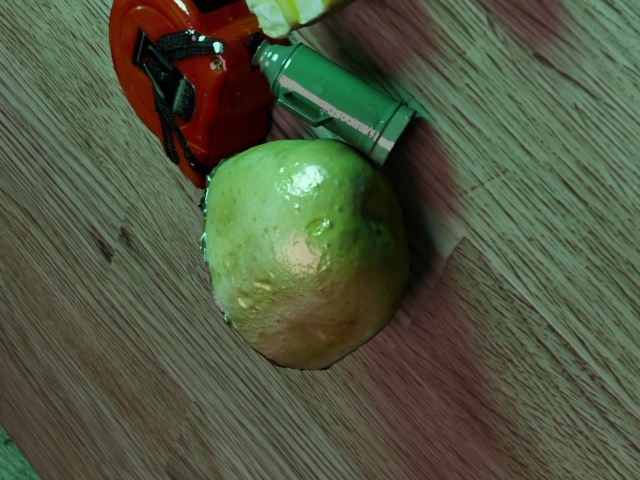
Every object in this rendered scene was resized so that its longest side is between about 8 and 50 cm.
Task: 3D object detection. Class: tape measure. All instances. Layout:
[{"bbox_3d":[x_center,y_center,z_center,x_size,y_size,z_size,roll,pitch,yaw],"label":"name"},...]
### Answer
[{"bbox_3d":[-0.163,-0.219,1.640,0.260,0.114,0.253,45,141,22],"label":"tape measure"}]

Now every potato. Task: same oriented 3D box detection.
[{"bbox_3d":[0.000,0.000,1.511,0.242,0.242,0.285,-26,75,55],"label":"potato"}]

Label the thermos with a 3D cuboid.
[{"bbox_3d":[0.007,-0.156,1.446,0.187,0.083,0.073,32,171,5],"label":"thermos"}]

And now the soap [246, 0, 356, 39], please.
[{"bbox_3d":[-0.045,-0.391,1.399,0.199,0.091,0.315,-22,96,55],"label":"soap"}]
